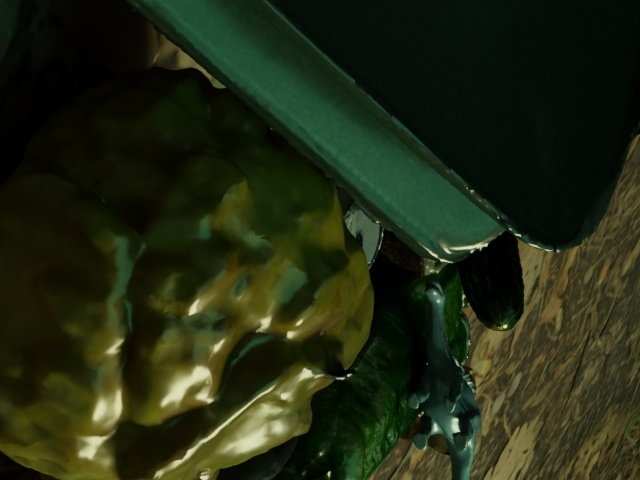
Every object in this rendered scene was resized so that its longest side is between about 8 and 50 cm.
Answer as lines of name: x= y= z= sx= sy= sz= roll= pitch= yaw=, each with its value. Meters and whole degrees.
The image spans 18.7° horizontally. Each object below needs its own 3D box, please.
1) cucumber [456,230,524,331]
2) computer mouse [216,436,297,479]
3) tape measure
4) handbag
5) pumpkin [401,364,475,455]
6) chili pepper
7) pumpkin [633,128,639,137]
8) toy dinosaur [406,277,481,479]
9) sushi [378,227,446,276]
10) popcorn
cucumber: x=0.123 y=0.001 z=1.437 sx=0.052 sy=0.058 sz=0.215 roll=-29 pitch=-154 yaw=18
computer mouse: x=-0.107 y=0.135 z=1.150 sx=0.231 sy=0.126 sz=0.071 roll=-30 pitch=98 yaw=-47
tape measure: x=0.001 y=0.001 z=1.287 sx=0.091 sy=0.054 sz=0.094 roll=-45 pitch=151 yaw=-22
handbag: x=0.041 y=-0.156 z=0.922 sx=0.326 sy=0.089 sz=0.238 roll=38 pitch=65 yaw=-34
pumpkin: x=0.079 y=0.129 z=1.568 sx=0.054 sy=0.083 sz=0.074 roll=-46 pitch=149 yaw=-48
chili pepper: x=0.023 y=0.114 z=1.406 sx=0.270 sy=0.099 sz=0.136 roll=-46 pitch=162 yaw=-44
pumpkin: x=0.178 y=-0.194 z=1.210 sx=0.315 sy=0.238 sz=0.315 roll=-48 pitch=157 yaw=-29
toy dinosaur: x=0.092 y=0.122 z=1.394 sx=0.080 sy=0.045 sz=0.197 roll=-52 pitch=135 yaw=-62
sushi: x=0.066 y=-0.041 z=1.345 sx=0.090 sy=0.078 sz=0.150 roll=-51 pitch=161 yaw=-27
popcorn: x=-0.078 y=0.043 z=0.983 sx=0.233 sy=0.192 sz=0.266 roll=-37 pitch=144 yaw=-45
